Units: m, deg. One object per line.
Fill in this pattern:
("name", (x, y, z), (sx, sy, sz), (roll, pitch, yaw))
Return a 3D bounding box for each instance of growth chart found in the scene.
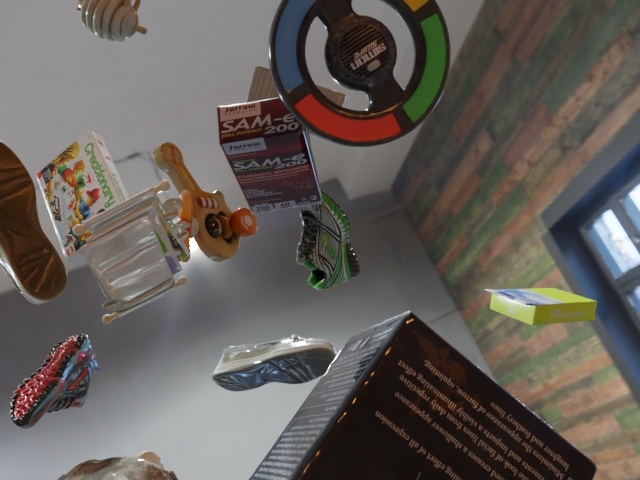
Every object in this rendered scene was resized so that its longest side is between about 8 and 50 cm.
("growth chart", (-0.275, 0.022, 1.087), (0.172, 0.021, 0.237), (-24, -39, -20))

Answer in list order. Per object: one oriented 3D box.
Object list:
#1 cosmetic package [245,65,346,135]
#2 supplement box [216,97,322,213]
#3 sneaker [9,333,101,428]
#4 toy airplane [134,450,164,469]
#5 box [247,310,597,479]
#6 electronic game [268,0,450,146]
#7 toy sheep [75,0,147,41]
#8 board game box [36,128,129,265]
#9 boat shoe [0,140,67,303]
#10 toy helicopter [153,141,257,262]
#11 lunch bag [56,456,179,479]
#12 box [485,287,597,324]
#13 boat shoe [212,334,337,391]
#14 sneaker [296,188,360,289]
("cosmetic package", (-0.065, -0.346, 1.811), (0.237, 0.127, 0.107), (15, 7, -4))
("supplement box", (-0.076, -0.133, 1.159), (0.130, 0.073, 0.239), (-9, -25, 4))
("sneaker", (-0.532, 0.309, 1.484), (0.104, 0.125, 0.262), (-15, 24, 22))
("toy airplane", (-0.304, 0.668, 1.391), (0.272, 0.386, 0.384), (-34, 17, 42))
("box", (0.072, 0.335, 0.827), (0.395, 0.293, 0.212), (-51, 3, -23))
("electronic game", (0.050, -0.230, 0.877), (0.229, 0.229, 0.048), (-23, 8, -8))
("toy sheep", (-0.347, -0.376, 1.187), (0.091, 0.132, 0.091), (-60, -12, -22))
("board game box", (-0.582, -0.111, 1.764), (0.193, 0.305, 0.053), (-38, -33, 8))
("boat shoe", (-0.543, -0.029, 1.249), (0.109, 0.302, 0.098), (-27, 3, -38))
("toy helicopter", (-0.342, -0.096, 1.902), (0.140, 0.355, 0.235), (-24, 13, 34))
("lunch bag", (-0.386, 0.490, 1.128), (0.256, 0.213, 0.305), (-37, -2, 36))
("box", (0.394, 0.116, 1.283), (0.178, 0.043, 0.109), (1, 10, -30))
("boat shoe", (-0.107, 0.269, 1.646), (0.320, 0.103, 0.118), (-19, -48, 28))
("sneaker", (0.000, 0.000, 1.888), (0.146, 0.134, 0.344), (-32, -53, -19))
